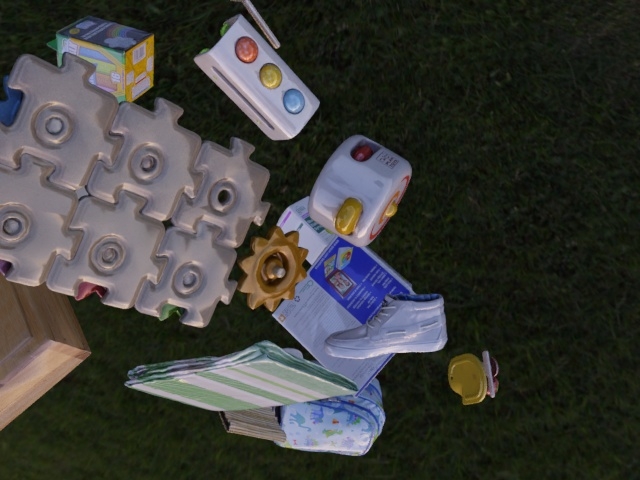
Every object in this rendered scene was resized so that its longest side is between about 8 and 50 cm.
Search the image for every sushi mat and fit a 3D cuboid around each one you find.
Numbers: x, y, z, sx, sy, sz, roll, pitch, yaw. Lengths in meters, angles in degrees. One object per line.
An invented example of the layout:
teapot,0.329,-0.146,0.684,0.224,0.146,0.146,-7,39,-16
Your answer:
sushi mat,-0.163,0.370,1.546,0.019,0.151,0.316,-34,153,5

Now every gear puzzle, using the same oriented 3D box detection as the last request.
gear puzzle,-0.132,-0.020,0.600,0.339,0.044,0.175,23,90,-43

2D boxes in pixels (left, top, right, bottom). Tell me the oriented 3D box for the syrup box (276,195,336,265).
syrup box,0.000,0.000,1.892,0.237,0.093,0.096,46,131,10

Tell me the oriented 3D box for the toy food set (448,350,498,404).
toy food set,0.415,0.354,1.805,0.071,0.218,0.128,-5,76,-21

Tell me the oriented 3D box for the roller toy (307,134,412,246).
roller toy,0.081,-0.091,1.326,0.146,0.209,0.191,31,87,12

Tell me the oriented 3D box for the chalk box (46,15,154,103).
chalk box,-0.492,-0.403,1.534,0.213,0.132,0.132,17,128,10

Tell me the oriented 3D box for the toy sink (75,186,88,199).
toy sink,-0.582,-0.122,1.596,0.152,0.131,0.234,-22,111,47

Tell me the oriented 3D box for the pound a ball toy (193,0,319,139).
pound a ball toy,-0.128,-0.413,1.582,0.319,0.135,0.208,45,70,-28

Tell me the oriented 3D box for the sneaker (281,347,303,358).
sneaker,-0.101,0.232,1.334,0.070,0.134,0.051,4,98,47

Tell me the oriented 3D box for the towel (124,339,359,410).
towel,-0.137,0.239,1.179,0.324,0.038,0.248,-18,146,34

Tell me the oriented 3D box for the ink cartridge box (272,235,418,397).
ink cartridge box,0.079,0.179,1.753,0.307,0.072,0.304,42,102,14

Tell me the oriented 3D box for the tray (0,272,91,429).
tray,-0.442,0.033,0.837,0.203,0.411,0.076,-40,148,4

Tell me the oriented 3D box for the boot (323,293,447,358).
boot,0.132,0.167,1.442,0.258,0.095,0.123,-5,106,-2

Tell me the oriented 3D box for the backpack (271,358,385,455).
backpack,0.009,0.482,2.017,0.355,0.273,0.290,4,123,-19
